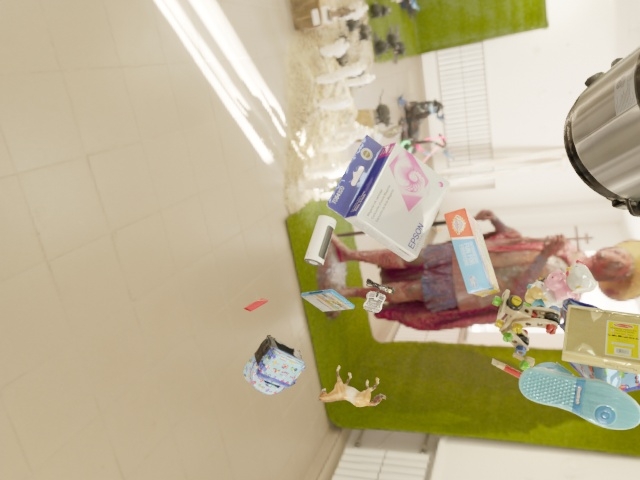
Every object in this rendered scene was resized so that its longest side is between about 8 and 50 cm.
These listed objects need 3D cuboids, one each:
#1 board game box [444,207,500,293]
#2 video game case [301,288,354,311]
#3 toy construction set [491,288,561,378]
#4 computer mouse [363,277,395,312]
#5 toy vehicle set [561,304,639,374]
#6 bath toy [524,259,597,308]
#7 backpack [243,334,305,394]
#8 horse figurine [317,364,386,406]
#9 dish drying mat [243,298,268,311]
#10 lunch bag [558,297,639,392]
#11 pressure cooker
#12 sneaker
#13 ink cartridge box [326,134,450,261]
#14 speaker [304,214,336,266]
[{"bbox_3d":[0.472,0.047,1.621,0.316,0.064,0.242,16,58,-65],"label":"board game box"},{"bbox_3d":[0.024,0.213,1.862,0.119,0.166,0.015,39,58,-29],"label":"video game case"},{"bbox_3d":[0.725,0.337,1.995,0.257,0.237,0.308,118,-2,-76],"label":"toy construction set"},{"bbox_3d":[0.197,0.199,1.886,0.193,0.106,0.042,104,1,-56],"label":"computer mouse"},{"bbox_3d":[0.763,0.253,1.331,0.166,0.267,0.035,-58,143,-39],"label":"toy vehicle set"},{"bbox_3d":[0.963,0.180,2.126,0.348,0.152,0.128,115,-20,-66],"label":"bath toy"},{"bbox_3d":[-0.152,0.410,1.658,0.158,0.173,0.117,34,8,-26],"label":"backpack"},{"bbox_3d":[0.138,0.620,2.166,0.174,0.263,0.066,-59,162,-49],"label":"horse figurine"},{"bbox_3d":[-0.204,0.203,1.665,0.083,0.032,0.008,-25,124,-50],"label":"dish drying mat"},{"bbox_3d":[0.850,0.325,1.668,0.293,0.138,0.220,-129,-155,-74],"label":"lunch bag"},{"bbox_3d":[0.824,-0.290,1.295,0.370,0.375,0.420,-45,177,-14],"label":"pressure cooker"},{"bbox_3d":[0.763,0.441,1.555,0.208,0.319,0.127,7,99,-64],"label":"sneaker"},{"bbox_3d":[0.229,-0.151,1.705,0.330,0.071,0.324,34,64,-11],"label":"ink cartridge box"},{"bbox_3d":[0.000,0.000,1.447,0.055,0.055,0.136,50,53,-55],"label":"speaker"}]
